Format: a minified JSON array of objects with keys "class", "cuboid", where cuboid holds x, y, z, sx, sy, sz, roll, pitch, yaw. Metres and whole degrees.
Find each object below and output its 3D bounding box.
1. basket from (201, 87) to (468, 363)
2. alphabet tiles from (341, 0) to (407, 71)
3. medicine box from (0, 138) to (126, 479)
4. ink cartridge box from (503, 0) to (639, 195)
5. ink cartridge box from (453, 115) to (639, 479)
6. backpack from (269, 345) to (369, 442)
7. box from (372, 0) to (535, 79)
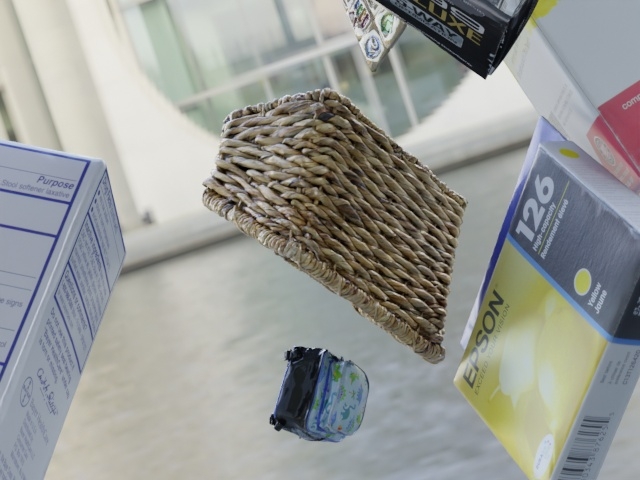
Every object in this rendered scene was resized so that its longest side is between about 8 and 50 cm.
[{"class":"basket","cuboid":[0.000,0.000,1.859,0.214,0.223,0.299,-10,-32,37]},{"class":"alphabet tiles","cuboid":[0.054,-0.324,1.630,0.009,0.237,0.198,-6,-28,-29]},{"class":"medicine box","cuboid":[-0.322,0.063,1.240,0.264,0.289,0.149,12,-31,9]},{"class":"ink cartridge box","cuboid":[0.291,-0.239,1.771,0.160,0.384,0.279,-33,-8,-1]},{"class":"ink cartridge box","cuboid":[0.237,0.062,1.699,0.072,0.303,0.307,3,26,-29]},{"class":"backpack","cuboid":[0.007,0.182,1.847,0.084,0.105,0.114,8,-13,24]},{"class":"box","cuboid":[0.023,-0.247,1.156,0.076,0.307,0.242,-56,-3,-1]}]
